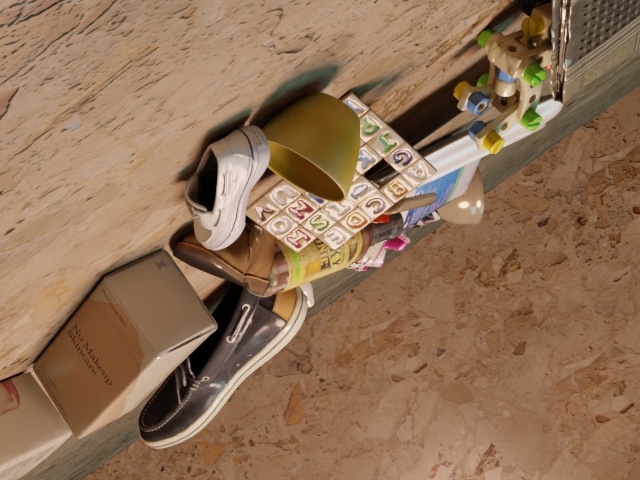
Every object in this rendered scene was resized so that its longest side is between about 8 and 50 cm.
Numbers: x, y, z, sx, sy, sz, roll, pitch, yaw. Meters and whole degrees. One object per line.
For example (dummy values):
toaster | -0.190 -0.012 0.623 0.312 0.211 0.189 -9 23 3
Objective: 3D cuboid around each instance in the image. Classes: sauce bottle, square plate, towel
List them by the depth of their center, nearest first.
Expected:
towel | 0.432 -0.375 1.487 0.324 0.056 0.312 -37 151 -15
square plate | 0.248 -0.162 1.910 0.347 0.049 0.344 -26 -176 1
sauce bottle | 0.010 0.005 1.979 0.344 0.111 0.111 -22 165 -38

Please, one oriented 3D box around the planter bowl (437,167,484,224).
planter bowl | 0.301 -0.111 2.507 0.109 0.162 0.162 -7 167 -8

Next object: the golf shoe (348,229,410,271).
golf shoe | 0.055 0.013 2.208 0.306 0.140 0.115 -30 172 -24

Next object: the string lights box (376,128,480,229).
string lights box | 0.209 -0.114 2.193 0.259 0.077 0.133 -29 152 -37

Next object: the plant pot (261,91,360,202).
plant pot | -0.004 -0.122 1.317 0.095 0.134 0.134 -59 177 -12

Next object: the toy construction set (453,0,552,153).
toy construction set | 0.351 -0.284 1.665 0.327 0.151 0.215 -38 151 -38

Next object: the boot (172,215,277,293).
boot | -0.137 0.005 1.660 0.115 0.112 0.305 -65 166 -1

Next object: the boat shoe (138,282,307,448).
boat shoe | -0.234 0.238 2.203 0.500 0.156 0.187 -45 -151 26

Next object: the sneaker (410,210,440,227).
sneaker | 0.215 -0.057 2.378 0.077 0.072 0.178 -26 166 0

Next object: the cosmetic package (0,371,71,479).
cosmetic package | -0.537 0.317 1.606 0.153 0.129 0.296 -41 170 26

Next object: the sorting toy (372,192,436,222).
sorting toy | 0.083 -0.058 1.898 0.229 0.041 0.307 -1 -175 22

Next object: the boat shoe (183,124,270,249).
boat shoe | -0.132 -0.061 1.316 0.075 0.083 0.226 -16 152 -30

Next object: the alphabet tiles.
alphabet tiles | 0.016 -0.080 1.524 0.237 0.009 0.198 -38 129 19

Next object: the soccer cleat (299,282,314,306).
soccer cleat | -0.095 0.117 2.257 0.196 0.076 0.068 -12 -169 42

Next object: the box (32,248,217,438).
box | -0.298 0.159 1.616 0.121 0.148 0.311 -26 167 -44
